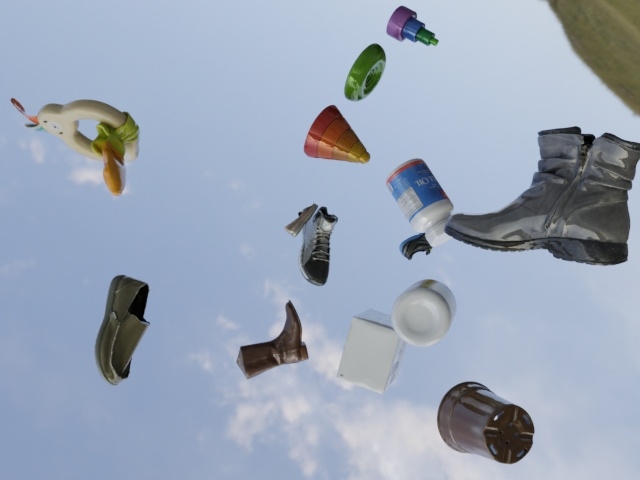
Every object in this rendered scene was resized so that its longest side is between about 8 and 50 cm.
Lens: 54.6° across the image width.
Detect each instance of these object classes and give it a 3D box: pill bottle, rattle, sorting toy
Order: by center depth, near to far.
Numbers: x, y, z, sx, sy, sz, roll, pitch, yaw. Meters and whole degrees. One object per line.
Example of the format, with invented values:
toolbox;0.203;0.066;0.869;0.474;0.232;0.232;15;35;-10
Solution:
rattle;-0.385;-0.139;0.941;0.200;0.130;0.142;11;-106;-10
pill bottle;0.193;0.125;1.127;0.103;0.103;0.184;44;-166;10
sorting toy;0.117;-0.296;1.258;0.126;0.365;0.127;35;180;17
pill bottle;0.277;-0.099;1.647;0.124;0.124;0.221;-11;-117;-41

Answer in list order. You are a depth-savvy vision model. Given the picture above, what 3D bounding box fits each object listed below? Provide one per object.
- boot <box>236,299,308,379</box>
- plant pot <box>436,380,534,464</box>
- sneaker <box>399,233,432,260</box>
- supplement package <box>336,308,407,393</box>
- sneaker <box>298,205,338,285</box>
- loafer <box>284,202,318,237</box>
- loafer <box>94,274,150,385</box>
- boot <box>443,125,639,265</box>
boot;-0.084;0.159;0.990;0.114;0.037;0.106;-14;-90;-8
plant pot;0.371;0.410;1.369;0.167;0.165;0.166;1;-92;-19
sneaker;0.346;0.004;1.986;0.078;0.188;0.067;62;-174;20
supplement package;0.166;0.327;1.861;0.149;0.194;0.203;17;-174;17
sneaker;0.000;0.000;1.656;0.086;0.132;0.228;12;-132;-22
loafer;-0.050;-0.062;1.655;0.039;0.045;0.125;34;-124;4
loafer;-0.435;0.196;1.384;0.088;0.094;0.251;-3;-107;14
boot;0.384;-0.088;1.095;0.338;0.222;0.118;8;-169;38
